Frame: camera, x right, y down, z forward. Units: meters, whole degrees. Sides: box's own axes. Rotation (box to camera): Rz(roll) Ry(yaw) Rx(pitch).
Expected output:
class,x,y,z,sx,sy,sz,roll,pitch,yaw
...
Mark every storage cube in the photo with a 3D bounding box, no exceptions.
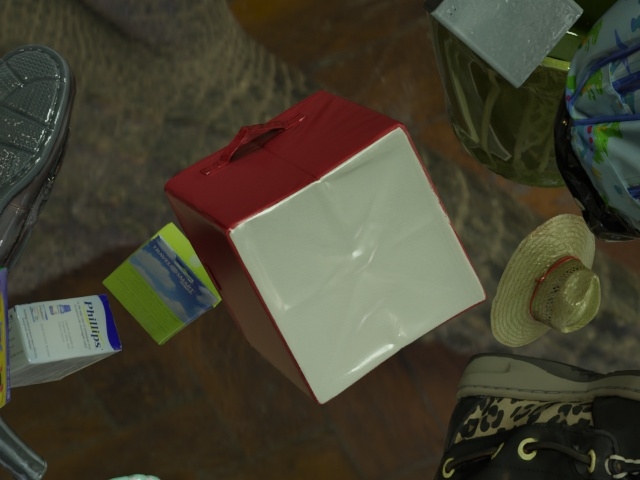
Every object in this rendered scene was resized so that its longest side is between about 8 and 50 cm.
class,x,y,z,sx,sy,sz,roll,pitch,yaw
storage cube,0.000,0.000,1.563,0.183,0.193,0.215,-31,112,-11

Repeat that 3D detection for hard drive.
class,x,y,z,sx,sy,sz,roll,pitch,yaw
hard drive,0.165,-0.207,1.574,0.094,0.022,0.135,-50,131,7

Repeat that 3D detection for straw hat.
class,x,y,z,sx,sy,sz,roll,pitch,yaw
straw hat,0.232,0.052,1.673,0.144,0.061,0.144,-24,131,-31

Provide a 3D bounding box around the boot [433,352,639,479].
class,x,y,z,sx,sy,sz,roll,pitch,yaw
boot,0.169,0.231,1.209,0.138,0.377,0.284,36,76,-30

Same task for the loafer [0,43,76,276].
class,x,y,z,sx,sy,sz,roll,pitch,yaw
loafer,-0.310,-0.038,1.646,0.109,0.095,0.302,24,87,18

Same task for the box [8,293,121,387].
class,x,y,z,sx,sy,sz,roll,pitch,yaw
box,-0.325,0.119,2.034,0.137,0.072,0.126,-5,165,-47

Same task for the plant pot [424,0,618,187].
class,x,y,z,sx,sy,sz,roll,pitch,yaw
plant pot,0.271,-0.240,1.927,0.366,0.366,0.353,-5,152,-4

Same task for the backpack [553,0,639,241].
class,x,y,z,sx,sy,sz,roll,pitch,yaw
backpack,0.326,-0.132,1.174,0.290,0.355,0.273,-37,110,-10

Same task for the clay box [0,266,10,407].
class,x,y,z,sx,sy,sz,roll,pitch,yaw
clay box,-0.323,0.103,1.479,0.053,0.222,0.127,2,101,10

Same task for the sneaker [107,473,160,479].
class,x,y,z,sx,sy,sz,roll,pitch,yaw
sneaker,-0.159,0.215,1.306,0.098,0.069,0.038,-12,166,-17

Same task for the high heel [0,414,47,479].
class,x,y,z,sx,sy,sz,roll,pitch,yaw
high heel,-0.426,0.174,1.841,0.261,0.093,0.186,7,149,34

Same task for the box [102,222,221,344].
class,x,y,z,sx,sy,sz,roll,pitch,yaw
box,-0.180,0.050,2.085,0.109,0.042,0.178,48,145,-4
